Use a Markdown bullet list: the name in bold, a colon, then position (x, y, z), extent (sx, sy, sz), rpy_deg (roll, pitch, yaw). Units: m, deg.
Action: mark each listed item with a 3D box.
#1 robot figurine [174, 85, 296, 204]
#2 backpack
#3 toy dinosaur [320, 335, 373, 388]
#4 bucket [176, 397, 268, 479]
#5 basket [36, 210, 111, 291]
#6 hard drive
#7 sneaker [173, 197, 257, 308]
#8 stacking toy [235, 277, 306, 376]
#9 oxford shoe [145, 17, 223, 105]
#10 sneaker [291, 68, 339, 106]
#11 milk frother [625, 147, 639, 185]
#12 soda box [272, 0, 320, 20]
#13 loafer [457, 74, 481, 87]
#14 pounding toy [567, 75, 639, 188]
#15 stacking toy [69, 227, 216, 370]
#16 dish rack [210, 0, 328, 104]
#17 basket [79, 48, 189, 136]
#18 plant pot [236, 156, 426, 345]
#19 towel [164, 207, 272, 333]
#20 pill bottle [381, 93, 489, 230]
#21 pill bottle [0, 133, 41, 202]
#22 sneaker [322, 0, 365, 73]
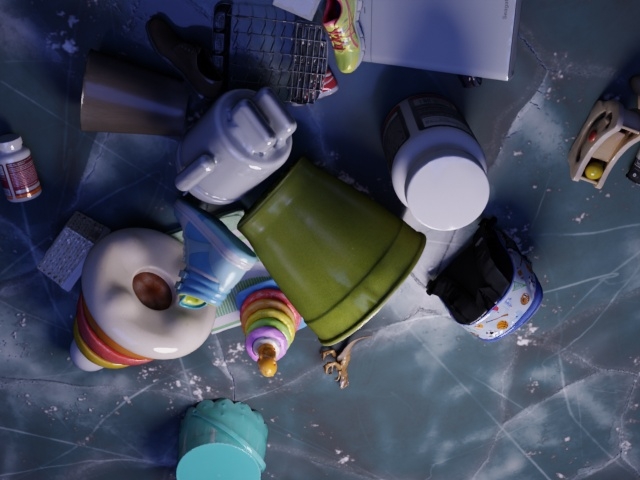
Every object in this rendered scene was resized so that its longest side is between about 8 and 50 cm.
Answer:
- **robot figurine**: position (-0.201, -0.206, 1.761), extent (0.200, 0.300, 0.353), rpy_deg (56, 140, -2)
- **backpack**: position (0.431, 0.127, 1.974), extent (0.213, 0.263, 0.276), rpy_deg (30, 112, -17)
- **toy dinosaur**: position (0.062, 0.328, 2.195), extent (0.112, 0.064, 0.212), rpy_deg (-2, 129, -21)
- **bucket**: position (-0.286, 0.617, 2.258), extent (0.281, 0.183, 0.281), rpy_deg (-1, 118, -1)
- **basket**: position (-0.627, 0.024, 1.972), extent (0.103, 0.113, 0.167), rpy_deg (35, 111, -16)
- **hard drive**: position (0.248, -0.482, 1.669), extent (0.353, 0.047, 0.233), rpy_deg (14, 121, 25)
- **sneaker**: position (-0.305, 0.040, 1.869), extent (0.127, 0.319, 0.208), rpy_deg (28, 99, -44)
- **stacking toy**: position (-0.130, 0.244, 1.952), extent (0.165, 0.302, 0.175), rpy_deg (-22, 116, 11)
- **oxford shoe**: position (-0.296, -0.418, 1.735), extent (0.227, 0.083, 0.096), rpy_deg (47, 130, -2)
- **sneaker**: position (-0.022, -0.362, 1.823), extent (0.118, 0.042, 0.067), rpy_deg (-23, 121, 2)
- **milk frother**: position (0.852, -0.197, 1.919), extent (0.143, 0.129, 0.135), rpy_deg (-14, 130, -45)
- **soda box**: position (-0.008, -0.625, 1.655), extent (0.098, 0.091, 0.286), rpy_deg (19, 116, -13)
- **loafer**: position (0.278, -0.479, 1.749), extent (0.095, 0.109, 0.303), rpy_deg (-14, 113, 26)
- **pounding toy**: position (0.720, -0.244, 1.845), extent (0.154, 0.154, 0.270), rpy_deg (17, 117, -10)
- **stacking toy**: position (-0.520, 0.221, 1.994), extent (0.350, 0.351, 0.480), rpy_deg (34, 131, -18)
- **dish rack**: position (-0.118, -0.415, 1.761), extent (0.271, 0.074, 0.208), rpy_deg (8, 119, 1)
- **basket**: position (-0.419, -0.319, 1.777), extent (0.226, 0.154, 0.204), rpy_deg (10, 136, -12)
- **plant pot**: position (0.000, 0.000, 1.870), extent (0.353, 0.366, 0.366), rpy_deg (43, 110, -9)
- **towel**: position (-0.248, 0.086, 2.059), extent (0.247, 0.038, 0.325), rpy_deg (-19, 117, 9)
- **pill bottle**: position (0.255, -0.179, 1.747), extent (0.210, 0.363, 0.210), rpy_deg (-1, 118, -1)
- **pill bottle**: position (-0.734, -0.176, 1.876), extent (0.086, 0.086, 0.152), rpy_deg (-6, 118, 1)
- **sneaker**: position (0.040, -0.470, 1.724), extent (0.094, 0.081, 0.209), rpy_deg (-26, 123, -37)
